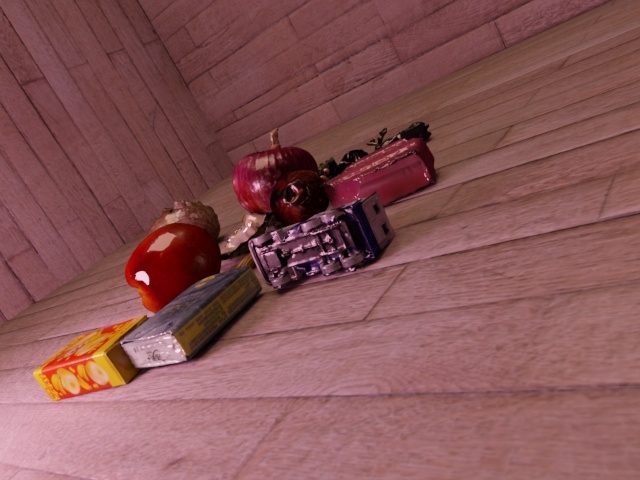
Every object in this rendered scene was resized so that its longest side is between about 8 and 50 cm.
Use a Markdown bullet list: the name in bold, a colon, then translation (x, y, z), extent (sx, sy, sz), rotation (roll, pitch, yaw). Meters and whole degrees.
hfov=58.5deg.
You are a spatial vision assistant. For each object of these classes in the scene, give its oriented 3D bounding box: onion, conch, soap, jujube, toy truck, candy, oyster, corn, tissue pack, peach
- **onion**: translation (-0.139, -0.189, 1.761), extent (0.256, 0.272, 0.230), rotation (-35, 8, -12)
- **conch**: translation (-0.522, -0.007, 2.042), extent (0.297, 0.210, 0.352), rotation (-39, 8, 22)
- **soap**: translation (0.143, -0.156, 1.441), extent (0.289, 0.112, 0.182), rotation (-22, 15, 24)
- **jujube**: translation (-0.057, -0.113, 1.524), extent (0.168, 0.168, 0.236), rotation (-29, -2, 1)
- **toy truck**: translation (0.000, 0.000, 1.164), extent (0.268, 0.124, 0.155), rotation (-17, 11, 33)
- **candy**: translation (-0.487, 0.260, 1.256), extent (0.276, 0.088, 0.146), rotation (-20, 15, 31)
- **toy truck**: translation (-0.002, -0.200, 1.932), extent (0.116, 0.085, 0.191), rotation (-26, 16, 31)
- **oyster**: translation (-0.209, -0.011, 1.676), extent (0.198, 0.092, 0.259), rotation (-10, 33, 53)
- **corn**: translation (-0.192, 0.064, 1.472), extent (0.037, 0.037, 0.092), rotation (-18, 18, 36)
- **tissue pack**: translation (-0.261, 0.159, 1.188), extent (0.186, 0.081, 0.257), rotation (-18, 16, 38)
- **peach**: translation (-0.350, 0.074, 1.411), extent (0.244, 0.243, 0.199), rotation (-35, 59, -22)

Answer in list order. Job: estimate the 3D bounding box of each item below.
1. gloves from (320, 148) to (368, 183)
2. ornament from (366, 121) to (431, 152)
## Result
- **gloves**: translation (0.072, -0.185, 1.673), extent (0.164, 0.124, 0.203), rotation (-34, 21, 55)
- **ornament**: translation (0.256, -0.344, 1.938), extent (0.202, 0.080, 0.236), rotation (-32, 14, 2)
